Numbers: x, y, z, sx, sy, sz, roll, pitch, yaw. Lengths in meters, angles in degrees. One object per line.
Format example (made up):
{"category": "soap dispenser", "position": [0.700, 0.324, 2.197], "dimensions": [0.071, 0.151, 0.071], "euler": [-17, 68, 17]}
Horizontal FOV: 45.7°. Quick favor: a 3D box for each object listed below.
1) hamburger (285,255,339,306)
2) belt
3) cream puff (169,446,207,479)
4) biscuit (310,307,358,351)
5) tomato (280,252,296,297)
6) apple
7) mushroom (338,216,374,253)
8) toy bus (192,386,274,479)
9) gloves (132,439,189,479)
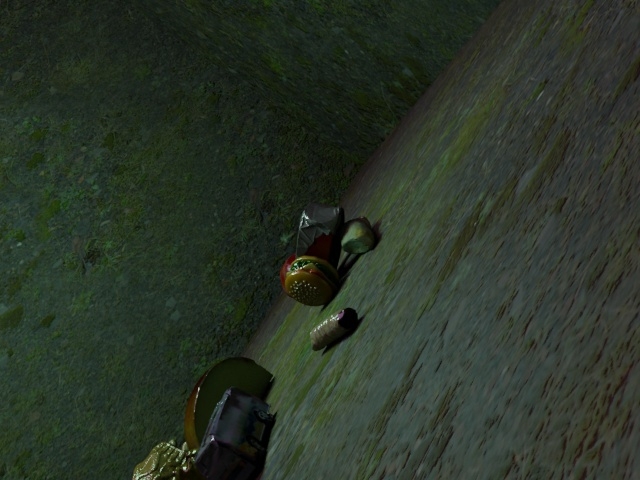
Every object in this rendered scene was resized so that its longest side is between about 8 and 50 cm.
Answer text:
{"category": "hamburger", "position": [-0.024, 0.121, 2.247], "dimensions": [0.162, 0.162, 0.115], "euler": [-51, 13, 48]}
{"category": "belt", "position": [0.000, 0.000, 2.375], "dimensions": [0.323, 0.115, 0.227], "euler": [88, -165, -59]}
{"category": "cream puff", "position": [-0.313, 0.584, 1.913], "dimensions": [0.146, 0.116, 0.146], "euler": [-50, 32, 47]}
{"category": "biscuit", "position": [0.025, 0.202, 1.715], "dimensions": [0.061, 0.055, 0.219], "euler": [-69, 10, -25]}
{"category": "tomato", "position": [-0.072, 0.131, 2.725], "dimensions": [0.187, 0.151, 0.187], "euler": [-58, 7, 12]}
{"category": "apple", "position": [-0.278, 0.476, 2.172], "dimensions": [0.254, 0.179, 0.346], "euler": [104, -168, -46]}
{"category": "mushroom", "position": [0.106, -0.008, 2.254], "dimensions": [0.107, 0.087, 0.333], "euler": [-54, 7, 8]}
{"category": "toy bus", "position": [-0.195, 0.443, 1.728], "dimensions": [0.112, 0.138, 0.317], "euler": [-53, 6, 9]}
{"category": "gloves", "position": [-0.489, 0.770, 2.288], "dimensions": [0.155, 0.203, 0.356], "euler": [-7, 50, 54]}
